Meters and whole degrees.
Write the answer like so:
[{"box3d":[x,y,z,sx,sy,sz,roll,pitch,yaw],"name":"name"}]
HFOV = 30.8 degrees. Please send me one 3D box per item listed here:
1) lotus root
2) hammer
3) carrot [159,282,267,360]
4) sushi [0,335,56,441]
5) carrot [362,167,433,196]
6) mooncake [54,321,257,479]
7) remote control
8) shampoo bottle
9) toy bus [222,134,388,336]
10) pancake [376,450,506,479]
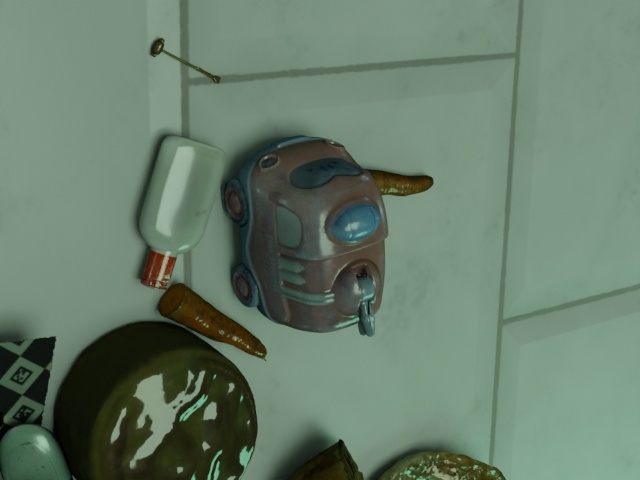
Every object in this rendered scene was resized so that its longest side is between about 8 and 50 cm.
[{"box3d":[0.007,0.455,1.935,0.180,0.188,0.199,-28,165,6],"name":"lotus root"},{"box3d":[-0.189,-0.252,1.650,0.123,0.014,0.029,24,97,-42],"name":"hammer"},{"box3d":[-0.151,0.132,1.774,0.224,0.057,0.057,34,82,-42],"name":"carrot"},{"box3d":[-0.483,0.220,1.545,0.231,0.047,0.220,-5,122,-36],"name":"sushi"},{"box3d":[0.119,-0.094,1.909,0.191,0.047,0.047,0,104,-38],"name":"carrot"},{"box3d":[-0.231,0.270,1.688,0.284,0.155,0.285,-12,110,-36],"name":"mooncake"},{"box3d":[-0.390,0.358,1.631,0.097,0.045,0.256,-10,126,-3],"name":"remote control"},{"box3d":[-0.209,-0.037,1.673,0.108,0.051,0.221,14,95,-41],"name":"shampoo bottle"},{"box3d":[0.000,0.000,1.727,0.197,0.231,0.294,-16,114,-32],"name":"toy bus"},{"box3d":[0.192,0.558,2.138,0.386,0.082,0.387,-10,110,-29],"name":"pancake"}]
